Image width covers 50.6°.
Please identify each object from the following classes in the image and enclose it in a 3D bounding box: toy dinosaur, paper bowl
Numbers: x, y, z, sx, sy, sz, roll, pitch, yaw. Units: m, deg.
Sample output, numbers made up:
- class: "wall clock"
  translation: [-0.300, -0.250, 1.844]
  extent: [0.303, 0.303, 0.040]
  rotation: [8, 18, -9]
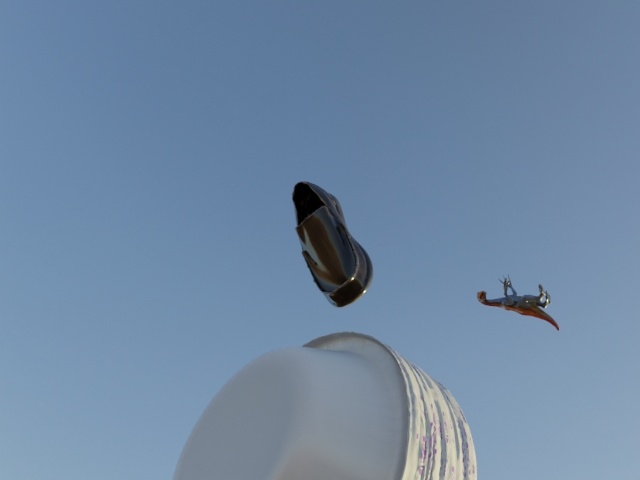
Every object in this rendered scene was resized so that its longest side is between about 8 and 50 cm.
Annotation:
- class: "toy dinosaur"
  translation: [0.236, 0.077, 0.831]
  extent: [0.082, 0.090, 0.047]
  rotation: [-24, -28, 27]
- class: "paper bowl"
  translation: [-0.020, 0.207, 0.585]
  extent: [0.148, 0.284, 0.284]
  rotation: [38, -48, -24]

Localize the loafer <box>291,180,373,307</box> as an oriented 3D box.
- class: "loafer"
  translation: [0.000, 0.000, 0.903]
  extent: [0.080, 0.220, 0.078]
  rotation: [-39, -49, 13]
